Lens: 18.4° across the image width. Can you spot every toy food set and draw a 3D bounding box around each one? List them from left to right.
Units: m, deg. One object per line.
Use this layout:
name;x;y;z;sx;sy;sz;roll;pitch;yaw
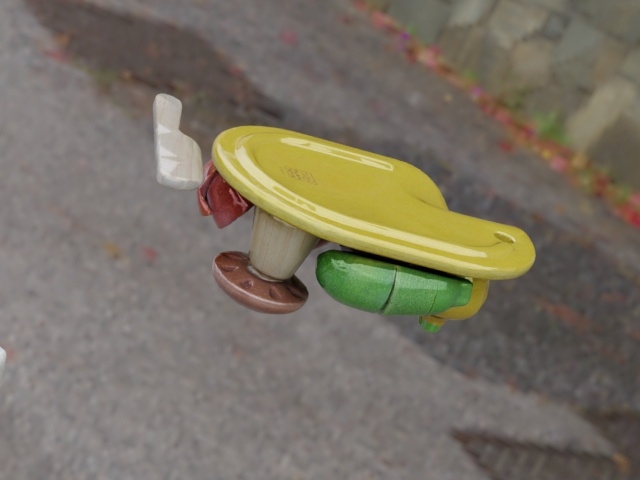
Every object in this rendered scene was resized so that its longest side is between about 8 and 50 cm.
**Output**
toy food set;0.000;0.000;1.014;0.218;0.071;0.128;15;22;-20

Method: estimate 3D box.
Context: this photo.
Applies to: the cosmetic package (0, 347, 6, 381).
cosmetic package;-0.220;0.164;0.651;0.153;0.296;0.129;16;15;3
